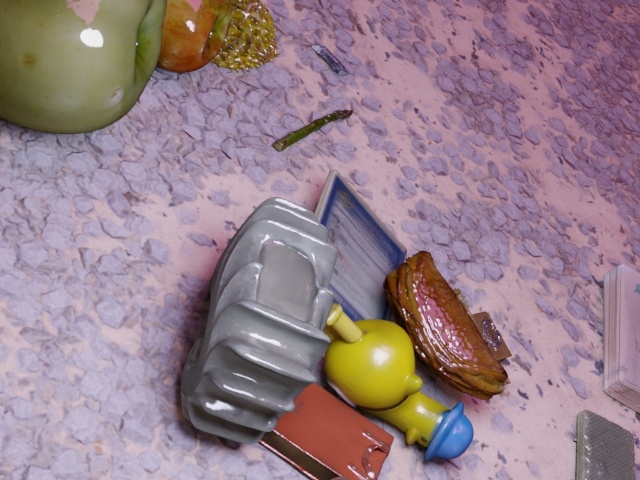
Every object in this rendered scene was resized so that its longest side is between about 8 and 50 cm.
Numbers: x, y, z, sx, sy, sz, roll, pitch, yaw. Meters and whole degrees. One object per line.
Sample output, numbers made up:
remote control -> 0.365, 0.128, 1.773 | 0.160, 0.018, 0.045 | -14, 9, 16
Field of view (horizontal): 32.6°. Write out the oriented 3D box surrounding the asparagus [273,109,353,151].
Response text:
asparagus -> -0.012, -0.220, 2.131 | 0.248, 0.024, 0.025 | -32, 120, -48

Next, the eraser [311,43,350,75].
eraser -> 0.021, -0.379, 2.296 | 0.099, 0.019, 0.027 | 47, 27, 7

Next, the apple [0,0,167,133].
apple -> -0.416, -0.337, 1.702 | 0.357, 0.357, 0.357 | 20, 45, -22

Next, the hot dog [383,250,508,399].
hot dog -> 0.202, 0.156, 1.842 | 0.272, 0.122, 0.196 | 60, 0, 9

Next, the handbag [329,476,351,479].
handbag -> 0.021, 0.441, 1.547 | 0.151, 0.072, 0.193 | -6, 61, -40

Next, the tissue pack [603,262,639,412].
tissue pack -> 0.654, 0.208, 2.222 | 0.170, 0.071, 0.325 | 30, 43, -15

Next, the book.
book -> 0.056, 0.050, 1.901 | 0.228, 0.018, 0.322 | 48, 36, -24

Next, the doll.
doll -> 0.107, 0.224, 1.738 | 0.363, 0.199, 0.145 | 47, 70, -22

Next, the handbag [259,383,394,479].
handbag -> 0.011, 0.303, 1.668 | 0.190, 0.063, 0.127 | 35, 41, -2

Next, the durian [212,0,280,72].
durian -> -0.175, -0.409, 2.128 | 0.182, 0.165, 0.132 | 62, -1, -9

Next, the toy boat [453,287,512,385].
toy boat -> 0.280, 0.172, 1.967 | 0.057, 0.077, 0.200 | -10, 61, -40

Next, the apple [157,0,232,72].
apple -> -0.260, -0.406, 1.983 | 0.196, 0.196, 0.196 | 20, 45, -22

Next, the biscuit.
biscuit -> 0.513, 0.406, 1.969 | 0.121, 0.040, 0.199 | 27, 44, -12

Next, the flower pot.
flower pot -> -0.091, 0.102, 1.616 | 0.165, 0.254, 0.367 | 23, 45, -16
